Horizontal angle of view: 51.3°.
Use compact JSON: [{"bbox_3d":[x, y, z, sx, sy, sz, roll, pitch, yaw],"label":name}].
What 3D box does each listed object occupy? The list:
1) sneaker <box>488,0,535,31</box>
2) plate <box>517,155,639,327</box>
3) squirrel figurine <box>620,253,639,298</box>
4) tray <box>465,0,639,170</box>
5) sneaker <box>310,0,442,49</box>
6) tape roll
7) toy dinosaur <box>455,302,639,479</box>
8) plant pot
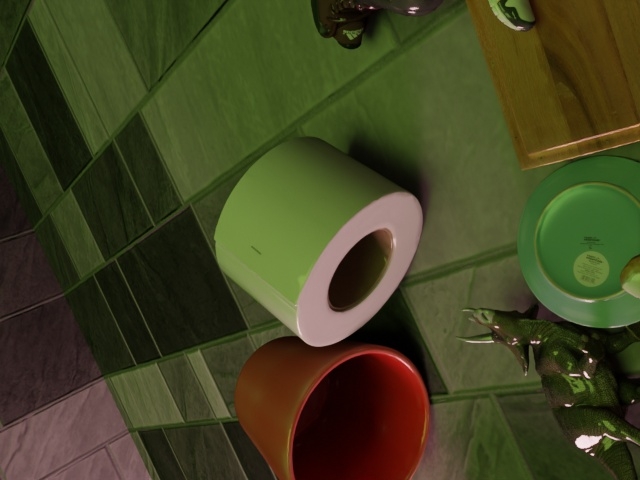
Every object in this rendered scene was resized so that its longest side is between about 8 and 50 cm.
[{"bbox_3d":[0.179,-0.252,0.634,0.044,0.040,0.109,-26,90,49],"label":"sneaker"},{"bbox_3d":[0.294,0.001,0.717,0.188,0.024,0.188,-3,86,43],"label":"plate"},{"bbox_3d":[0.365,0.108,0.472,0.370,0.281,0.397,47,170,1],"label":"squirrel figurine"},{"bbox_3d":[0.232,-0.290,0.645,0.203,0.076,0.410,-13,101,51],"label":"tray"},{"bbox_3d":[0.060,-0.290,0.800,0.281,0.107,0.162,-118,22,-43],"label":"sneaker"},{"bbox_3d":[0.000,0.000,0.924,0.169,0.246,0.246,37,134,31],"label":"tape roll"},{"bbox_3d":[0.319,0.178,0.790,0.313,0.121,0.160,55,152,4],"label":"toy dinosaur"},{"bbox_3d":[-0.002,0.277,1.081,0.243,0.275,0.274,11,118,55],"label":"plant pot"}]
